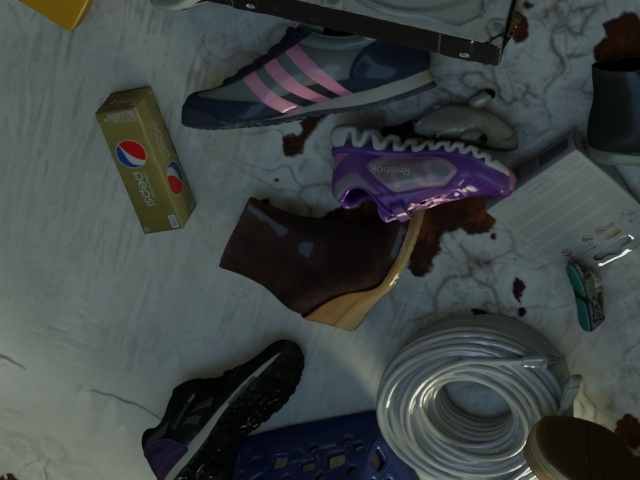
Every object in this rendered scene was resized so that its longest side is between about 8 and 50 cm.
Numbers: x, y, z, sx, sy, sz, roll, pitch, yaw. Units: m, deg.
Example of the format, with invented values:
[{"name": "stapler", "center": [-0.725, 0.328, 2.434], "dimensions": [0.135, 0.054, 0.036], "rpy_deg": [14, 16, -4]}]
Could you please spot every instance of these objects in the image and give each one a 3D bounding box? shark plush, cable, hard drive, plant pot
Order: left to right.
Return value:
[{"name": "plant pot", "center": [0.007, 0.401, 2.125], "dimensions": [0.236, 0.212, 0.236], "rpy_deg": [-15, 116, 24]}, {"name": "hard drive", "center": [0.054, -0.335, 1.630], "dimensions": [0.339, 0.237, 0.064], "rpy_deg": [14, 164, 8]}, {"name": "shark plush", "center": [0.152, -0.124, 1.842], "dimensions": [0.161, 0.073, 0.067], "rpy_deg": [-10, 149, 16]}, {"name": "cable", "center": [0.205, 0.213, 2.022], "dimensions": [0.257, 0.089, 0.257], "rpy_deg": [13, 125, 9]}]

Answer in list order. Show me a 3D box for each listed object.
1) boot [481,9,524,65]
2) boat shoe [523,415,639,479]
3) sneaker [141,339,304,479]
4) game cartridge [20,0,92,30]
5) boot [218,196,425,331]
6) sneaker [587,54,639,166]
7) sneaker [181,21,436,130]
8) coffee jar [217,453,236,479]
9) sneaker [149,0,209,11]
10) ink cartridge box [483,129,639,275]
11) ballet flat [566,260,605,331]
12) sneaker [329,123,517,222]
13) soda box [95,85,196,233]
[{"name": "boot", "center": [0.171, -0.242, 1.698], "dimensions": [0.084, 0.158, 0.059], "rpy_deg": [35, 109, 2]}, {"name": "boat shoe", "center": [0.370, 0.334, 1.989], "dimensions": [0.341, 0.121, 0.110], "rpy_deg": [32, 132, -30]}, {"name": "sneaker", "center": [-0.148, 0.220, 2.116], "dimensions": [0.283, 0.107, 0.124], "rpy_deg": [-48, 58, 14]}, {"name": "game cartridge", "center": [-0.338, -0.443, 1.778], "dimensions": [0.285, 0.052, 0.323], "rpy_deg": [32, 122, -6]}, {"name": "boot", "center": [0.000, 0.000, 1.939], "dimensions": [0.207, 0.090, 0.248], "rpy_deg": [28, 129, -6]}, {"name": "sneaker", "center": [0.412, -0.146, 1.733], "dimensions": [0.222, 0.083, 0.118], "rpy_deg": [0, 118, 12]}, {"name": "sneaker", "center": [-0.026, -0.210, 1.818], "dimensions": [0.319, 0.112, 0.131], "rpy_deg": [-9, 102, 18]}, {"name": "coffee jar", "center": [-0.137, 0.386, 2.236], "dimensions": [0.096, 0.079, 0.184], "rpy_deg": [-15, 117, 24]}, {"name": "sneaker", "center": [-0.097, -0.299, 1.782], "dimensions": [0.121, 0.079, 0.217], "rpy_deg": [15, 162, -38]}, {"name": "ink cartridge box", "center": [0.311, -0.039, 1.869], "dimensions": [0.179, 0.045, 0.145], "rpy_deg": [34, 126, -30]}, {"name": "ballet flat", "center": [0.334, 0.063, 1.917], "dimensions": [0.041, 0.041, 0.114], "rpy_deg": [-5, 130, 19]}, {"name": "sneaker", "center": [0.114, -0.067, 1.831], "dimensions": [0.236, 0.104, 0.095], "rpy_deg": [9, 166, 20]}, {"name": "soda box", "center": [-0.220, -0.102, 1.953], "dimensions": [0.058, 0.061, 0.181], "rpy_deg": [-7, 120, 20]}]
